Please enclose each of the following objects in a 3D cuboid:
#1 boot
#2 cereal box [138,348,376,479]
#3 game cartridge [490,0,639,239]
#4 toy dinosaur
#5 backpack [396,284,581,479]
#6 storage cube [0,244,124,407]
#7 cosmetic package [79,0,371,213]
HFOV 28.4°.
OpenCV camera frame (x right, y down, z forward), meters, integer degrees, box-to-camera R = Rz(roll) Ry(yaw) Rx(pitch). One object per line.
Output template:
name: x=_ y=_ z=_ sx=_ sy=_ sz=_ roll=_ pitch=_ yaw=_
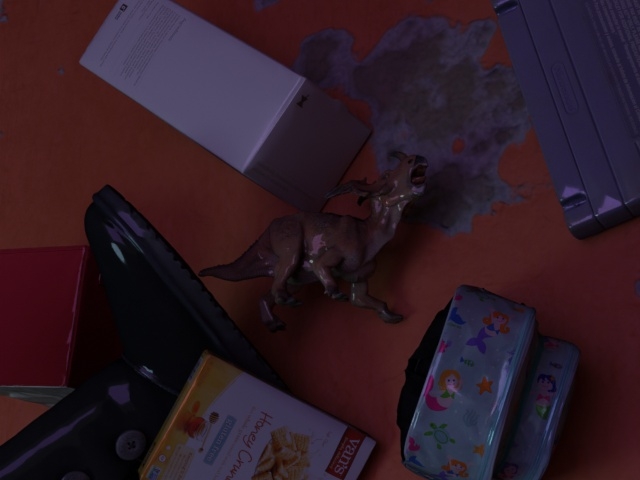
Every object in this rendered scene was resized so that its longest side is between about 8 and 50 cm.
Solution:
boot: x=-0.310 y=0.204 z=1.559 sx=0.445 sy=0.367 sz=0.146 roll=-39 pitch=15 yaw=-4
cereal box: x=-0.075 y=0.261 z=1.528 sx=0.173 sy=0.240 sz=0.047 roll=-62 pitch=12 yaw=-2
game cartridge: x=0.359 y=-0.200 z=1.531 sx=0.230 sy=0.068 sz=0.355 roll=-22 pitch=62 yaw=18
toy dinosaur: x=0.000 y=0.000 z=1.599 sx=0.295 sy=0.127 sz=0.200 roll=-6 pitch=66 yaw=8
backpack: x=0.177 y=0.167 z=1.387 sx=0.191 sy=0.253 sz=0.225 roll=18 pitch=80 yaw=14
storage cube: x=-0.354 y=0.125 z=1.755 sx=0.215 sy=0.183 sz=0.193 roll=-4 pitch=72 yaw=29
cosmetic package: x=-0.133 y=-0.200 z=1.738 sx=0.365 sy=0.197 sz=0.155 roll=36 pitch=92 yaw=36
